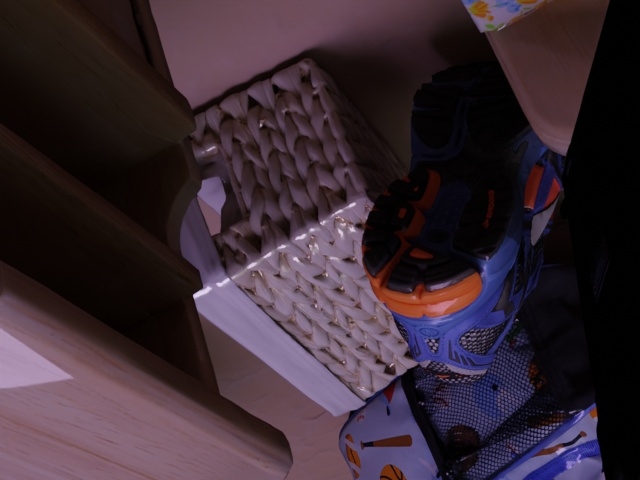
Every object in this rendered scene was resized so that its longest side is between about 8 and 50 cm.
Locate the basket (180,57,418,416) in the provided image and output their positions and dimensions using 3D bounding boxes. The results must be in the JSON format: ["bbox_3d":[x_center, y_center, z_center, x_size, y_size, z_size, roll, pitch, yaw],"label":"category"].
[{"bbox_3d":[0.000,0.000,0.740,0.103,0.113,0.167,-30,142,13],"label":"basket"}]

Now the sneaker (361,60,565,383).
[{"bbox_3d":[0.078,-0.018,0.684,0.083,0.221,0.087,8,130,25],"label":"sneaker"}]

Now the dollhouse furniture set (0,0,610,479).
[{"bbox_3d":[0.030,-0.111,0.467,0.394,0.256,0.362,-28,147,14],"label":"dollhouse furniture set"}]

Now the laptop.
[{"bbox_3d":[0.156,-0.078,0.380,0.137,0.264,0.234,6,130,-2],"label":"laptop"}]

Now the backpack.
[{"bbox_3d":[0.153,0.134,0.913,0.277,0.213,0.263,9,148,-36],"label":"backpack"}]
